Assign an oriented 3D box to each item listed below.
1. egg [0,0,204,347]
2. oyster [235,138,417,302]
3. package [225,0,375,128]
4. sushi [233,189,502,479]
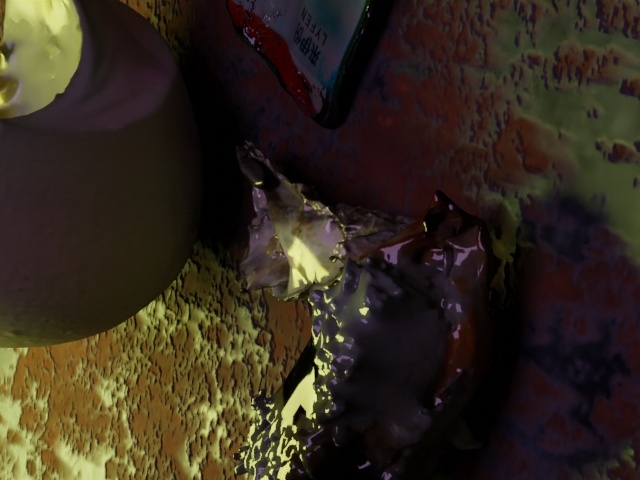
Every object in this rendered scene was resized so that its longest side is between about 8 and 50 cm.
[{"bbox_3d":[-0.147,-0.040,1.208,0.271,0.161,0.206,-67,-20,-45],"label":"egg"},{"bbox_3d":[-0.004,0.000,1.080,0.200,0.061,0.106,-129,36,-53],"label":"oyster"},{"bbox_3d":[0.005,-0.196,1.104,0.166,0.040,0.232,56,131,46],"label":"package"},{"bbox_3d":[0.021,0.085,0.963,0.097,0.103,0.226,46,126,32],"label":"sushi"}]
